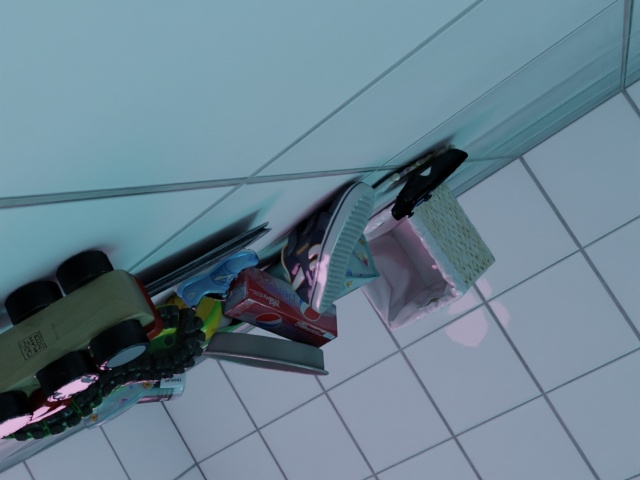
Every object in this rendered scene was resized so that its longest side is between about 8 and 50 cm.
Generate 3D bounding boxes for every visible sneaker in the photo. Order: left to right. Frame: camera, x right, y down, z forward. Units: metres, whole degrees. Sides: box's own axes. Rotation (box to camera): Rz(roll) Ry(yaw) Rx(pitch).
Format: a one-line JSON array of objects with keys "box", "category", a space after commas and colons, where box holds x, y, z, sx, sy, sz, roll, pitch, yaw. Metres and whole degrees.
[{"box": [-0.344, 0.182, 0.979, 0.344, 0.134, 0.146, -13, -175, -36], "category": "sneaker"}, {"box": [-0.174, 0.070, 1.179, 0.162, 0.073, 0.063, -28, 172, -29], "category": "sneaker"}, {"box": [0.000, 0.000, 1.328, 0.126, 0.127, 0.321, -33, 152, -44], "category": "sneaker"}]

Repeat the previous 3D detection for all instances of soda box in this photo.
[{"box": [-0.084, 0.152, 1.516, 0.263, 0.092, 0.083, 28, 133, -33], "category": "soda box"}]

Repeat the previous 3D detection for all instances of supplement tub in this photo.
[{"box": [-0.402, 0.299, 1.491, 0.191, 0.116, 0.117, 3, 154, -34], "category": "supplement tub"}]

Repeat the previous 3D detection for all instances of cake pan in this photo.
[{"box": [-0.122, 0.256, 1.538, 0.293, 0.054, 0.293, 8, 166, 2], "category": "cake pan"}]

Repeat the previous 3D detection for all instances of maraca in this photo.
[{"box": [-0.260, 0.150, 1.289, 0.186, 0.099, 0.127, -19, -149, 35], "category": "maraca"}]

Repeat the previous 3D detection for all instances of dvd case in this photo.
[{"box": [-0.190, 0.039, 1.048, 0.221, 0.018, 0.164, -28, 180, -20], "category": "dvd case"}]

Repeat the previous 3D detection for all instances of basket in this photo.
[{"box": [0.295, 0.045, 2.068, 0.266, 0.331, 0.328, -28, 174, -43], "category": "basket"}]

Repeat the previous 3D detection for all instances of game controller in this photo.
[{"box": [0.240, -0.120, 1.533, 0.167, 0.067, 0.319, -33, 176, -3], "category": "game controller"}]

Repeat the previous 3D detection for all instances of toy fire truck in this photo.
[{"box": [-0.290, 0.118, 0.808, 0.217, 0.158, 0.246, -31, 163, -4], "category": "toy fire truck"}]

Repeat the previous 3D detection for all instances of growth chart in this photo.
[{"box": [0.186, -0.142, 1.485, 0.237, 0.021, 0.172, -28, 174, -42], "category": "growth chart"}]

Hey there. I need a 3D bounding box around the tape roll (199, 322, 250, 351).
[{"box": [-0.290, 0.253, 2.040, 0.321, 0.077, 0.321, -32, 173, -4], "category": "tape roll"}]

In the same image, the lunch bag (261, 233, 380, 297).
[{"box": [-0.021, 0.080, 1.635, 0.223, 0.160, 0.262, -31, 164, 31], "category": "lunch bag"}]

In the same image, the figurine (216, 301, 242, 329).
[{"box": [-0.285, 0.187, 1.549, 0.210, 0.092, 0.215, -29, 174, 12], "category": "figurine"}]

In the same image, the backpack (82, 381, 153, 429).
[{"box": [-0.422, 0.272, 1.281, 0.188, 0.144, 0.166, -22, 175, -41], "category": "backpack"}]
